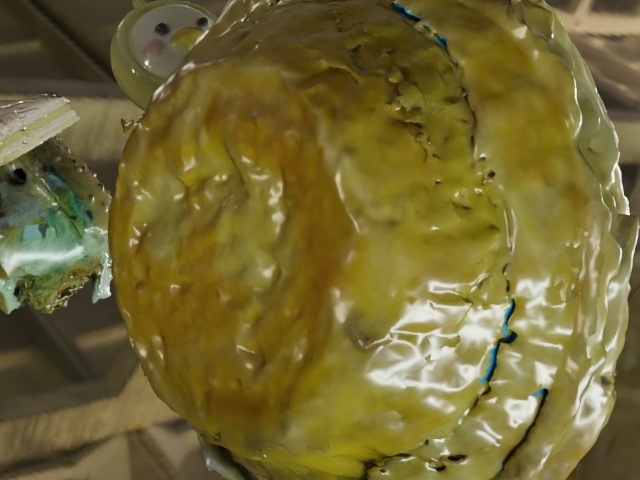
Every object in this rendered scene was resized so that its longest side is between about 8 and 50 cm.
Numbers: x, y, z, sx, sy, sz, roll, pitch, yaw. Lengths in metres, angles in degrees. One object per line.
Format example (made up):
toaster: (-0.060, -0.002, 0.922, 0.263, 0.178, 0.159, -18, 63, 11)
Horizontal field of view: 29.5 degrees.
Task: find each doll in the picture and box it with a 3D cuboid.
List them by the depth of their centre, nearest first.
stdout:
doll: (-0.088, -0.090, 0.955, 0.141, 0.117, 0.296, -18, -109, -22)

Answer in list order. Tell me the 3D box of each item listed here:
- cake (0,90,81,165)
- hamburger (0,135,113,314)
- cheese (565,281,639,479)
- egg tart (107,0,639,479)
cake: (-0.275, -0.099, 1.098, 0.121, 0.065, 0.052, -5, 156, 20)
hamburger: (-0.343, -0.039, 1.375, 0.288, 0.192, 0.167, 47, -112, 1)
cheese: (0.332, 0.156, 0.900, 0.326, 0.115, 0.318, 22, -114, 28)
egg tart: (0.000, 0.000, 0.724, 0.388, 0.388, 0.169, 38, -155, 32)
